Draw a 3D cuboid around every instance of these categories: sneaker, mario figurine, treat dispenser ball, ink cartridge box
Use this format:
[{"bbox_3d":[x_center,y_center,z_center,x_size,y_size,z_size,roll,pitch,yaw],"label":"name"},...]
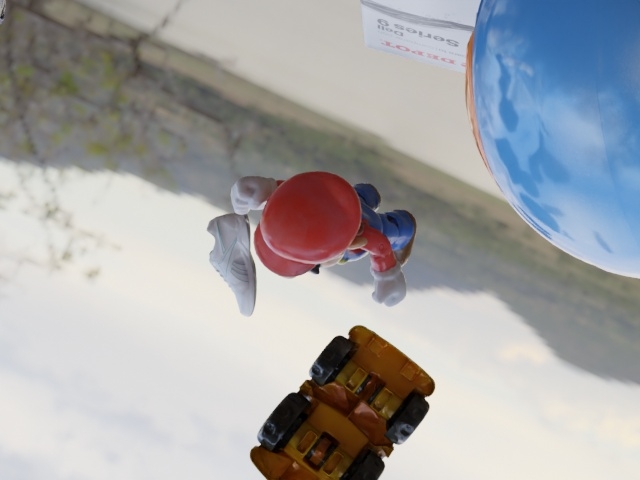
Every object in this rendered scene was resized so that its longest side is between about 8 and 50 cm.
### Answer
[{"bbox_3d":[-0.119,0.033,2.328,0.061,0.152,0.053,-8,-162,1],"label":"sneaker"},{"bbox_3d":[0.000,0.000,2.165,0.198,0.170,0.320,1,180,23],"label":"mario figurine"},{"bbox_3d":[0.245,-0.115,1.200,0.288,0.288,0.288,25,-175,-2],"label":"treat dispenser ball"},{"bbox_3d":[0.150,-0.256,1.584,0.211,0.121,0.289,16,167,8],"label":"ink cartridge box"}]

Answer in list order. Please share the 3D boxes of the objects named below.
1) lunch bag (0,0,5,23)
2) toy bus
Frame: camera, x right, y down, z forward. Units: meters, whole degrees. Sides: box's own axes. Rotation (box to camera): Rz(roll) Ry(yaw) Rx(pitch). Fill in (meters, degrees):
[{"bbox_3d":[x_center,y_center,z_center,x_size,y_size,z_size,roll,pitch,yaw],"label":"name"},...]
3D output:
[{"bbox_3d":[-0.419,-0.355,1.981,0.115,0.243,0.303,-3,-175,-6],"label":"lunch bag"},{"bbox_3d":[0.033,0.223,2.106,0.149,0.220,0.211,38,180,6],"label":"toy bus"}]
